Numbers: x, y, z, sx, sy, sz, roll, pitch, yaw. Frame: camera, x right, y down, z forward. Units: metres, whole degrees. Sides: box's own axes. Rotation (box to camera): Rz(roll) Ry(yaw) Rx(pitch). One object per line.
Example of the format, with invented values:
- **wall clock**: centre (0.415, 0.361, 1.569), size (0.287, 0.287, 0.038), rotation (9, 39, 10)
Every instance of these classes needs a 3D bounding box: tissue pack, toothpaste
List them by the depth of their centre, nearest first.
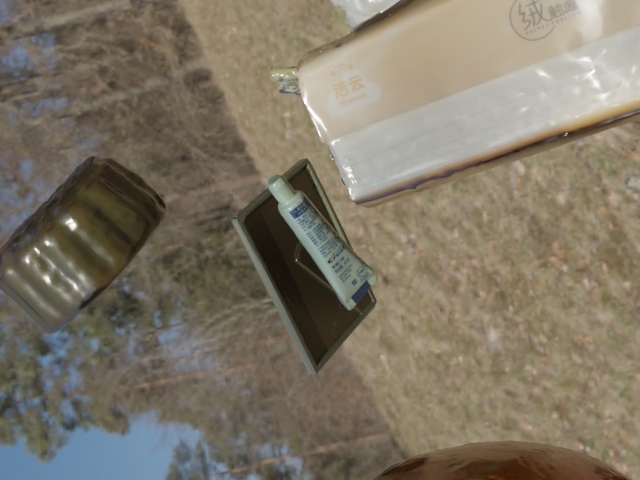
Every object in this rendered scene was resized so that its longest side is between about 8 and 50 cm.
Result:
- **tissue pack**: centre (0.152, -0.185, 0.731), size (0.238, 0.306, 0.238), rotation (26, -125, -46)
- **toothpaste**: centre (0.000, 0.000, 1.146), size (0.216, 0.062, 0.037), rotation (51, 167, -30)

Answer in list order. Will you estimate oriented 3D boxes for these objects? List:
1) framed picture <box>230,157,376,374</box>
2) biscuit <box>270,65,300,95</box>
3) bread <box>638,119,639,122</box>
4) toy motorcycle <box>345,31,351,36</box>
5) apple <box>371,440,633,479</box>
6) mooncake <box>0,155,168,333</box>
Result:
- **framed picture**: centre (-0.014, 0.033, 1.285), size (0.189, 0.023, 0.260), rotation (-46, -62, -45)
- **biscuit**: centre (-0.005, -0.319, 1.822), size (0.265, 0.188, 0.040), rotation (2, -89, -52)
- **bread**: centre (0.563, -0.354, 1.643), size (0.234, 0.184, 0.110), rotation (38, 154, -4)
- **toy motorcycle**: centre (0.049, -0.207, 0.964), size (0.084, 0.118, 0.212), rotation (-38, 37, 51)
- **apple**: centre (0.135, 0.279, 0.611), size (0.301, 0.302, 0.301), rotation (-12, -90, -87)
- **mooncake**: centre (-0.389, -0.003, 1.457), size (0.161, 0.290, 0.290), rotation (44, -167, -14)
